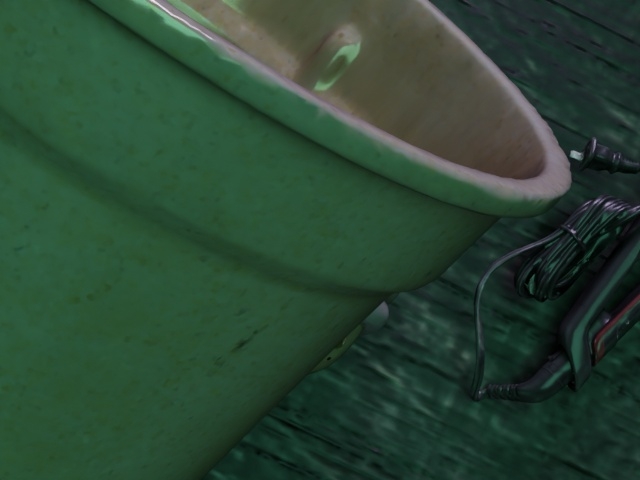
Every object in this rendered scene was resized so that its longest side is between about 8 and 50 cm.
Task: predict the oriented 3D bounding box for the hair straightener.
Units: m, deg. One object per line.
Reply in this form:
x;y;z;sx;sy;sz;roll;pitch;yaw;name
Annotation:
0.151;-0.008;0.873;0.230;0.047;0.089;-44;93;-4;hair straightener

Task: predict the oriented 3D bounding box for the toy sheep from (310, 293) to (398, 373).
0.000;0.000;0.825;0.091;0.091;0.132;10;78;-7;toy sheep

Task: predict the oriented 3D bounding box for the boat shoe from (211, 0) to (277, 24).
-0.056;-0.109;0.837;0.184;0.066;0.063;29;97;-8;boat shoe

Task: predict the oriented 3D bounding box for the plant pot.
-0.126;-0.005;0.684;0.334;0.334;0.305;35;107;-4;plant pot
